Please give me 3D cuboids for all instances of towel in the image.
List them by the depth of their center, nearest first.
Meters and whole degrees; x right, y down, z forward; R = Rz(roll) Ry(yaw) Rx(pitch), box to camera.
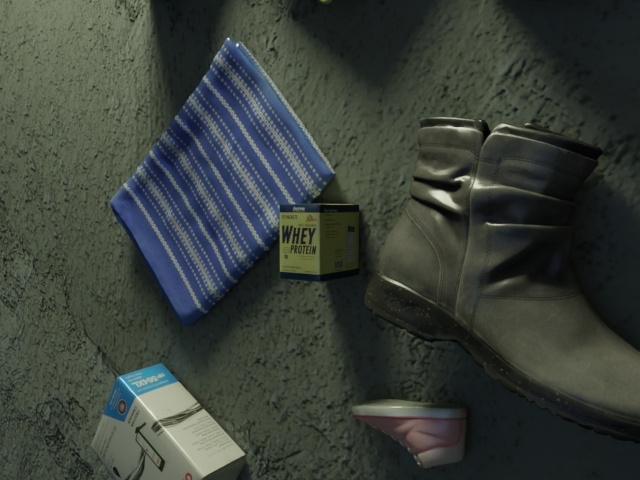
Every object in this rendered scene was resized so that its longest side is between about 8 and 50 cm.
[{"bbox_3d":[-0.152,-0.067,0.833,0.336,0.040,0.243,-45,70,29],"label":"towel"}]

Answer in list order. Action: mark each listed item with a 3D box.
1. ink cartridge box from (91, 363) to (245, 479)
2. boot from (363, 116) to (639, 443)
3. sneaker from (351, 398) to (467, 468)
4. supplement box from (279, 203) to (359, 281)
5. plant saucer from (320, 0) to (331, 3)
[{"bbox_3d":[-0.222,0.303,0.884,0.203,0.086,0.148,38,114,28],"label":"ink cartridge box"},{"bbox_3d":[0.203,0.016,0.546,0.338,0.118,0.223,24,102,27],"label":"boot"},{"bbox_3d":[0.095,0.211,0.671,0.134,0.051,0.070,-5,86,32],"label":"sneaker"},{"bbox_3d":[0.000,0.000,0.702,0.056,0.083,0.083,2,94,34],"label":"supplement box"},{"bbox_3d":[0.009,-0.387,0.688,0.188,0.045,0.188,47,117,23],"label":"plant saucer"}]
